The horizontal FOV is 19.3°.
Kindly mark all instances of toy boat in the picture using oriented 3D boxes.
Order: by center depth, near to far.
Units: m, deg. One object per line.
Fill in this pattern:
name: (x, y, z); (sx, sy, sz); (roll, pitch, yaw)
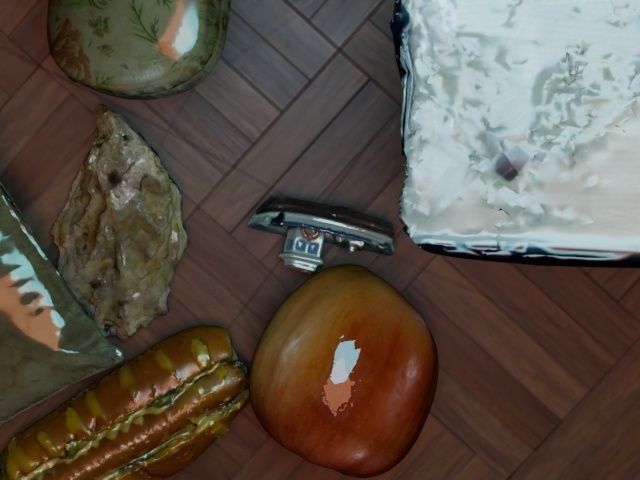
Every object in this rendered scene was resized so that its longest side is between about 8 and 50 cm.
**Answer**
toy boat: (0.000, 0.000, 1.762); (0.140, 0.059, 0.066); (14, 79, 0)

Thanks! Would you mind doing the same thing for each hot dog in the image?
hot dog: (-0.183, 0.182, 1.778); (0.269, 0.072, 0.115); (-35, 104, 2)

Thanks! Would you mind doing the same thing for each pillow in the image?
pillow: (-0.337, 0.030, 1.745); (0.185, 0.075, 0.302); (-29, 103, 13)

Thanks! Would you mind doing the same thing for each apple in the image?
apple: (0.025, 0.117, 1.723); (0.199, 0.199, 0.199); (0, 96, -1)

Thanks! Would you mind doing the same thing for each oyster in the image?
oyster: (-0.184, -0.008, 1.755); (0.133, 0.072, 0.209); (23, 97, 0)

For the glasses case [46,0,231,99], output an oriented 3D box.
glasses case: (-0.142, -0.331, 1.607); (0.157, 0.098, 0.425); (2, 83, 22)

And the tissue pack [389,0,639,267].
tissue pack: (0.196, -0.117, 1.565); (0.264, 0.416, 0.253); (3, 98, 5)
